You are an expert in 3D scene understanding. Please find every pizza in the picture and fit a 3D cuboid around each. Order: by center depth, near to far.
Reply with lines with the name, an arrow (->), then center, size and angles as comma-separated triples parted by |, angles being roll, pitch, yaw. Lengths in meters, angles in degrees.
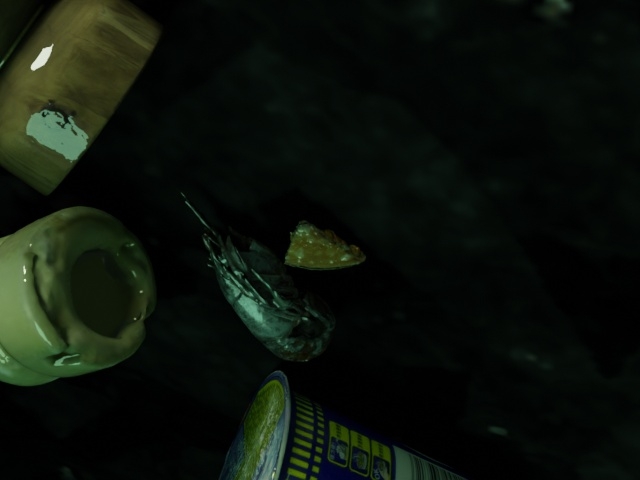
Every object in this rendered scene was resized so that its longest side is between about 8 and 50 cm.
pizza -> 0.000, 0.000, 1.212 | 0.083, 0.025, 0.078 | 1, 142, 16

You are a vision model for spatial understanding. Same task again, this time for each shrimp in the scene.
shrimp -> -0.068, 0.037, 1.254 | 0.233, 0.079, 0.090 | 50, 172, -23

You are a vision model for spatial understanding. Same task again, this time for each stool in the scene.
stool -> -0.286, -0.183, 1.017 | 0.264, 0.179, 0.179 | 35, 140, -15

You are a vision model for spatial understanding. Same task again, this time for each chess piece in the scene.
chess piece -> -0.394, 0.101, 1.370 | 0.442, 0.234, 0.234 | -17, 127, 36

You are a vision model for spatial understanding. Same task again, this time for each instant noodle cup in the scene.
instant noodle cup -> 0.049, 0.330, 1.407 | 0.312, 0.284, 0.284 | 21, 142, -12
